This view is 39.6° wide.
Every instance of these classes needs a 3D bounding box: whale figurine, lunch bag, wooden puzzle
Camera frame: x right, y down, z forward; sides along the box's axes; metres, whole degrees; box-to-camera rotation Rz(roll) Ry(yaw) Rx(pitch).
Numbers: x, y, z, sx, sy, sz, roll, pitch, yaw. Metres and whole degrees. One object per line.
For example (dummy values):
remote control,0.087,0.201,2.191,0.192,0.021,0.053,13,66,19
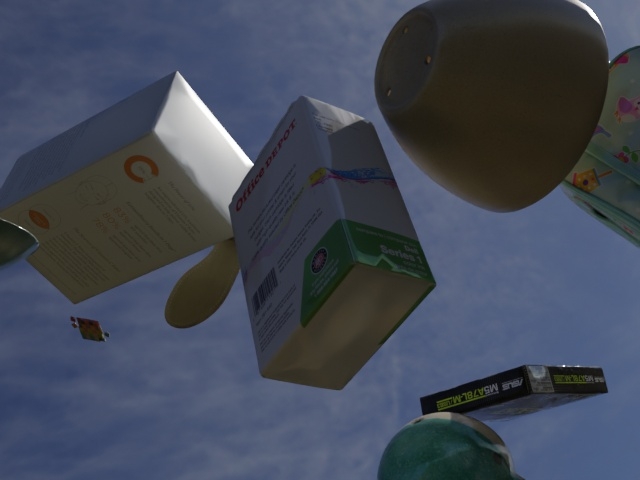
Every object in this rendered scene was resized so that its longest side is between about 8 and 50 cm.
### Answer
whale figurine,0.174,0.354,1.107,0.216,0.272,0.141,-25,1,33
lunch bag,0.420,-0.087,1.044,0.224,0.279,0.108,-50,-35,0
wooden puzzle,-0.426,0.166,1.646,0.006,0.083,0.049,-57,-34,-47

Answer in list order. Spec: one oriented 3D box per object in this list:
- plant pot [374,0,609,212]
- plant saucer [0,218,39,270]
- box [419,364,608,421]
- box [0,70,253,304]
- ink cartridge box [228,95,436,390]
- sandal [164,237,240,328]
plant pot,0.180,-0.194,1.094,0.191,0.284,0.284,15,-71,-29
plant saucer,-0.416,0.006,0.990,0.195,0.195,0.037,22,-115,-41
box,0.267,0.214,1.227,0.190,0.045,0.184,9,-29,-42
box,-0.309,-0.074,1.395,0.345,0.168,0.215,-22,-54,25
ink cartridge box,0.000,0.000,1.044,0.117,0.278,0.201,15,-50,-30
sandal,-0.176,0.058,1.551,0.240,0.088,0.079,-58,-14,-9
